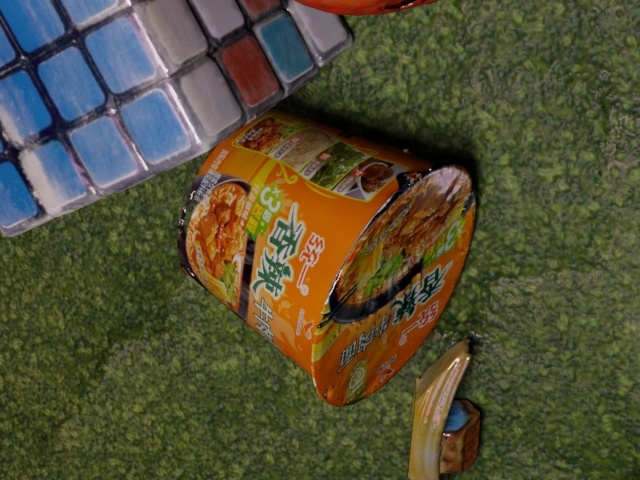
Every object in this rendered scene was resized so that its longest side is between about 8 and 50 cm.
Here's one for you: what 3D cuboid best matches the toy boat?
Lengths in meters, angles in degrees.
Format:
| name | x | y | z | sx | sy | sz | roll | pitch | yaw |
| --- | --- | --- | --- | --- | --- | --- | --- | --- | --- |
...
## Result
| name | x | y | z | sx | sy | sz | roll | pitch | yaw |
| --- | --- | --- | --- | --- | --- | --- | --- | --- | --- |
| toy boat | 0.116 | 0.169 | 1.427 | 0.066 | 0.065 | 0.172 | 5 | 119 | 4 |

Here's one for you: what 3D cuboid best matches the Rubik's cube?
| name | x | y | z | sx | sy | sz | roll | pitch | yaw |
| --- | --- | --- | --- | --- | --- | --- | --- | --- | --- |
| Rubik's cube | -0.174 | -0.188 | 1.301 | 0.256 | 0.253 | 0.259 | -22 | 103 | 37 |

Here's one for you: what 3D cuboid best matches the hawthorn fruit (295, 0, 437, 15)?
| name | x | y | z | sx | sy | sz | roll | pitch | yaw |
| --- | --- | --- | --- | --- | --- | --- | --- | --- | --- |
| hawthorn fruit | 0.016 | -0.311 | 1.144 | 0.307 | 0.276 | 0.276 | 30 | 129 | 46 |

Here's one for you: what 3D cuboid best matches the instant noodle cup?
| name | x | y | z | sx | sy | sz | roll | pitch | yaw |
| --- | --- | --- | --- | --- | --- | --- | --- | --- | --- |
| instant noodle cup | 0.000 | 0.000 | 1.325 | 0.182 | 0.230 | 0.230 | 31 | 126 | 27 |
